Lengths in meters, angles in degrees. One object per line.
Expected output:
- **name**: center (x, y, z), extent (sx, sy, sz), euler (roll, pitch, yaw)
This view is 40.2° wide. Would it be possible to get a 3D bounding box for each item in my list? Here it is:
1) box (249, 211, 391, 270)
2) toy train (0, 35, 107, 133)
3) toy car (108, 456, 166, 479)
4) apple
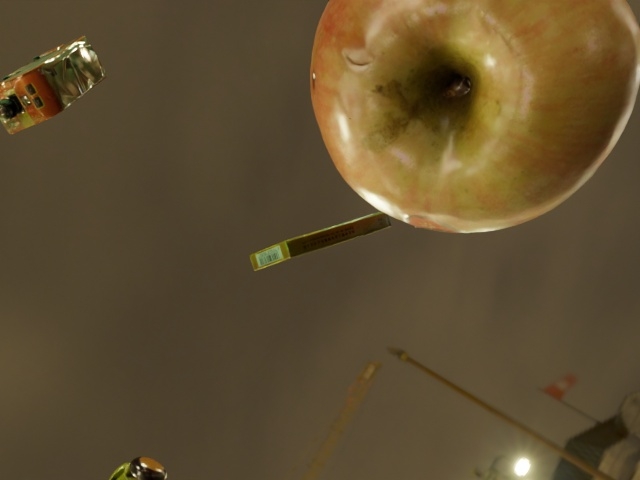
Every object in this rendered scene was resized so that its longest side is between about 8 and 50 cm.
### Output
- **box**: center (0.000, 0.000, 1.361), extent (0.193, 0.121, 0.030), euler (-16, -92, -32)
- **toy train**: center (-0.365, -0.209, 1.174), extent (0.188, 0.099, 0.072), euler (-67, -41, -58)
- **toy car**: center (-0.248, 0.448, 1.305), extent (0.142, 0.248, 0.200), euler (24, -82, -33)
- **apple**: center (0.194, -0.205, 1.091), extent (0.346, 0.392, 0.391), euler (-45, -32, -62)
